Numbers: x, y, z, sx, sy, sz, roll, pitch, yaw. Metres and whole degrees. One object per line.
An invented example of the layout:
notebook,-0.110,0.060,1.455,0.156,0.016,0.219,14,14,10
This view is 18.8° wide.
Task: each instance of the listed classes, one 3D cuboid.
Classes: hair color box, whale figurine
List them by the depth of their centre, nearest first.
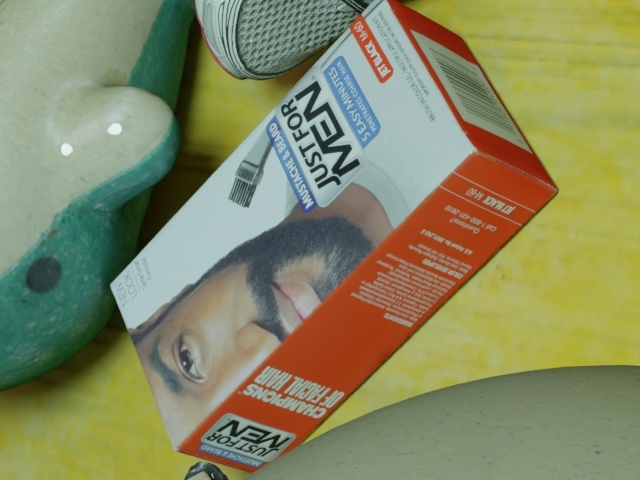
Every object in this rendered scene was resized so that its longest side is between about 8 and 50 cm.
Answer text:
hair color box,0.000,0.000,0.737,0.167,0.053,0.093,-47,46,22
whale figurine,-0.119,-0.047,0.847,0.216,0.141,0.272,16,60,48

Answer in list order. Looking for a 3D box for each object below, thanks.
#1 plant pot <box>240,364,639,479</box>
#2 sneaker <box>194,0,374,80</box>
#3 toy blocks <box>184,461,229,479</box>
plant pot,0.069,0.139,0.478,0.284,0.284,0.191,-24,22,37
sneaker,0.038,-0.134,0.733,0.225,0.088,0.093,-40,49,27
toy blocks,-0.135,0.289,0.664,0.288,0.309,0.260,-41,80,41
